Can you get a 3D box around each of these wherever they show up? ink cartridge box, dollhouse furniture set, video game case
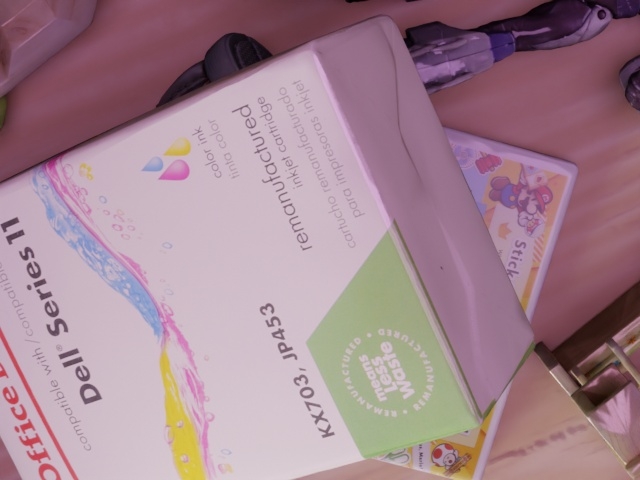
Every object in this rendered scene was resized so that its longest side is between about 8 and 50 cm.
[{"bbox_3d":[-0.088,0.038,0.717,0.354,0.119,0.207,-21,99,28],"label":"ink cartridge box"},{"bbox_3d":[0.247,0.067,0.785,0.182,0.161,0.101,-40,99,6],"label":"dollhouse furniture set"},{"bbox_3d":[0.039,0.030,0.840,0.206,0.026,0.226,15,98,-5],"label":"video game case"}]

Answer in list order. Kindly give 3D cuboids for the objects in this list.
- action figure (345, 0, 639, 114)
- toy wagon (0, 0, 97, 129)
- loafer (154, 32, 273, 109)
[{"bbox_3d":[0.160,-0.154,0.778,0.285,0.099,0.185,-13,95,-3],"label":"action figure"},{"bbox_3d":[-0.275,-0.148,0.659,0.344,0.068,0.267,-12,145,-30],"label":"toy wagon"},{"bbox_3d":[0.000,0.000,0.785,0.084,0.096,0.267,-35,93,23],"label":"loafer"}]
